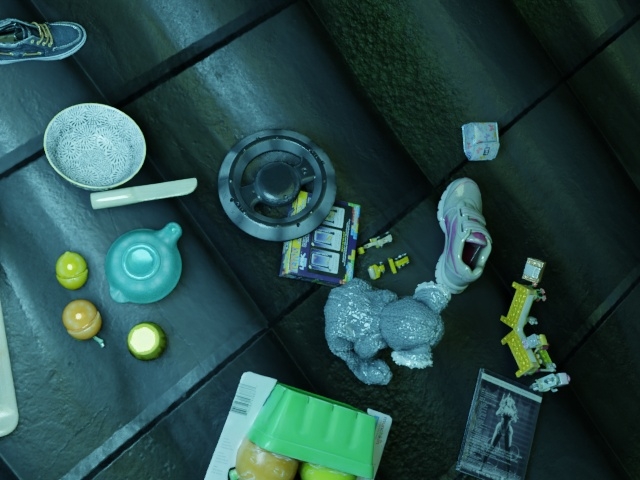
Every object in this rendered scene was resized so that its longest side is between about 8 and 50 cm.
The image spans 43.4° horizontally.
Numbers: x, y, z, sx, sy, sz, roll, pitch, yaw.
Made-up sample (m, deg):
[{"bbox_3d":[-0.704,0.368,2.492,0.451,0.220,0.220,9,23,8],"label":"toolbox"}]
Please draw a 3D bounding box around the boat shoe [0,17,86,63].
[{"bbox_3d":[-0.495,-0.354,1.409,0.183,0.083,0.065,-21,89,-27],"label":"boat shoe"}]

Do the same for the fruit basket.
[{"bbox_3d":[-0.059,0.441,1.445,0.326,0.165,0.353,21,89,-24],"label":"fruit basket"}]

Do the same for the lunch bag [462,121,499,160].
[{"bbox_3d":[0.361,-0.221,1.804,0.071,0.053,0.083,-3,91,-24],"label":"lunch bag"}]

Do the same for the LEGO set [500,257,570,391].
[{"bbox_3d":[0.474,0.186,1.746,0.107,0.132,0.287,7,71,-33],"label":"LEGO set"}]

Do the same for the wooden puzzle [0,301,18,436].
[{"bbox_3d":[-0.644,0.163,1.213,0.322,0.080,0.348,-10,96,-26],"label":"wooden puzzle"}]

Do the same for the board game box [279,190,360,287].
[{"bbox_3d":[0.000,0.000,1.594,0.141,0.048,0.171,13,75,-20],"label":"board game box"}]

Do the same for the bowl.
[{"bbox_3d":[-0.397,-0.147,1.409,0.170,0.080,0.170,9,61,-17],"label":"bowl"}]

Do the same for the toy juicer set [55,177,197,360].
[{"bbox_3d":[-0.348,0.035,1.414,0.209,0.089,0.329,11,79,-5],"label":"toy juicer set"}]

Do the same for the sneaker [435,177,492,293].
[{"bbox_3d":[0.316,-0.015,1.709,0.102,0.111,0.253,9,76,-24],"label":"sneaker"}]

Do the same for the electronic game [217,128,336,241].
[{"bbox_3d":[-0.083,-0.108,1.548,0.229,0.048,0.230,1,74,-4],"label":"electronic game"}]

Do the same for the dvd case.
[{"bbox_3d":[0.383,0.404,1.714,0.164,0.018,0.221,24,72,-18],"label":"dvd case"}]

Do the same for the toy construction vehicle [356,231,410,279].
[{"bbox_3d":[0.128,0.032,1.660,0.098,0.035,0.086,-28,104,-24],"label":"toy construction vehicle"}]

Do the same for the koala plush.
[{"bbox_3d":[0.138,0.162,1.505,0.203,0.221,0.196,39,66,-35],"label":"koala plush"}]
